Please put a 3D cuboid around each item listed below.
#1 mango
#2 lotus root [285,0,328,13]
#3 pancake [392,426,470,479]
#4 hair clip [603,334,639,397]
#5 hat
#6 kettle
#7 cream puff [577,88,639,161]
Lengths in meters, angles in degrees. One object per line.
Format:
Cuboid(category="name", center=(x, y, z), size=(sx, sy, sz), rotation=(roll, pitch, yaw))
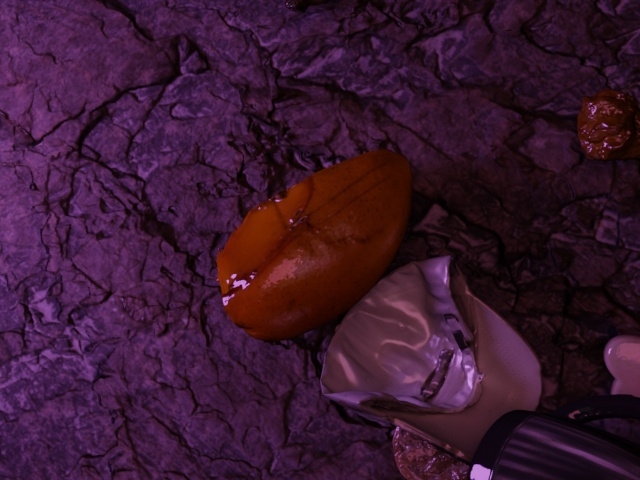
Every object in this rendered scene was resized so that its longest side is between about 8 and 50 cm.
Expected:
Cuboid(category="mango", center=(0.000, 0.000, 1.410), size=(0.350, 0.201, 0.199), rotation=(-39, 107, -8))
Cuboid(category="lotus root", center=(0.008, -0.432, 1.524), size=(0.090, 0.077, 0.183), rotation=(40, 87, 4))
Cuboid(category="pancake", center=(0.171, 0.297, 1.403), size=(0.140, 0.022, 0.139), rotation=(-3, 77, 11))
Cuboid(category="hair clip", center=(0.491, 0.159, 1.361), size=(0.159, 0.071, 0.218), rotation=(28, 90, 10))
Cuboid(category="hat", center=(0.167, 0.192, 1.372), size=(0.301, 0.168, 0.257), rotation=(37, 67, -4))
Cuboid(category="kettle", center=(0.363, 0.335, 1.229), size=(0.271, 0.251, 0.207), rotation=(7, 109, 45))
Cuboid(category="cream puff", center=(0.432, -0.164, 1.398), size=(0.094, 0.122, 0.116), rotation=(-9, 38, 41))
